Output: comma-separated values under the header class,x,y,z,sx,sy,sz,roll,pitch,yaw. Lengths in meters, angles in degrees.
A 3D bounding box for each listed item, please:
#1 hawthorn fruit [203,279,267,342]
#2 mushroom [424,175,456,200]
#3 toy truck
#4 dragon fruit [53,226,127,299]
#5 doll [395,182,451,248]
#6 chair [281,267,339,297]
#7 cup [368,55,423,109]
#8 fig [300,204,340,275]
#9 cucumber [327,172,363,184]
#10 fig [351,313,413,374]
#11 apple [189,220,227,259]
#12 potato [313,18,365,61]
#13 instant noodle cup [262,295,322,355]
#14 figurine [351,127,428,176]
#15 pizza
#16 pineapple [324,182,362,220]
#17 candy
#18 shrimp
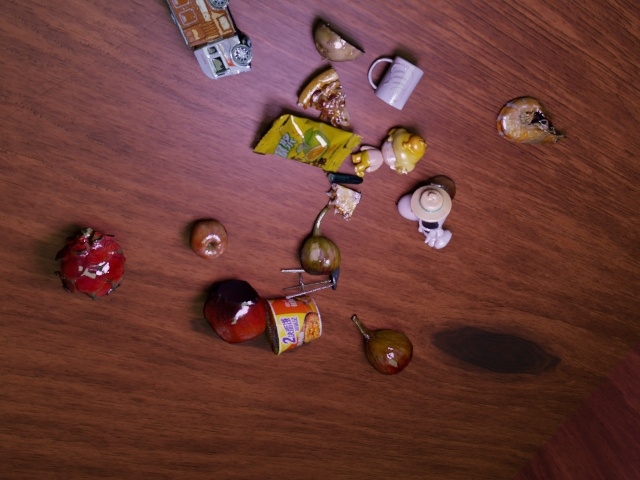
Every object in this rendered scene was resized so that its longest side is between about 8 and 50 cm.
class,x,y,z,sx,sy,sz,roll,pitch,yaw
hawthorn fruit,-0.285,0.256,1.836,0.215,0.215,0.249,-27,133,2
mushroom,0.418,-0.170,1.862,0.123,0.052,0.123,-6,118,-11
toy truck,-0.291,-0.569,1.356,0.162,0.136,0.305,-20,122,4
dragon fruit,-0.699,0.085,1.624,0.192,0.193,0.273,-20,130,-37
doll,0.394,-0.079,1.834,0.271,0.208,0.144,42,73,-28
chair,-0.027,0.151,1.906,0.222,0.095,0.104,-11,135,-10
cup,0.219,-0.478,1.580,0.136,0.099,0.133,21,114,-27
fig,0.000,0.000,1.818,0.149,0.149,0.245,-2,97,-15
cucumber,0.088,-0.201,1.749,0.133,0.032,0.032,3,121,-30
fig,0.231,0.416,2.143,0.290,0.191,0.190,35,111,7
apple,-0.361,-0.003,1.708,0.126,0.102,0.126,-10,121,-17
potato,0.047,-0.534,1.500,0.172,0.100,0.089,26,116,-31
instant noodle cup,-0.103,0.295,1.922,0.174,0.213,0.213,-11,124,-20
figurine,0.226,-0.276,1.706,0.247,0.131,0.156,-11,84,8
pizza,0.032,-0.405,1.589,0.154,0.069,0.194,-41,123,10
pineapple,0.084,-0.141,1.772,0.116,0.069,0.137,-26,121,-7
candy,-0.037,-0.294,1.623,0.297,0.081,0.187,9,141,-31
shrimp,0.731,-0.403,1.807,0.288,0.063,0.152,6,108,-18
